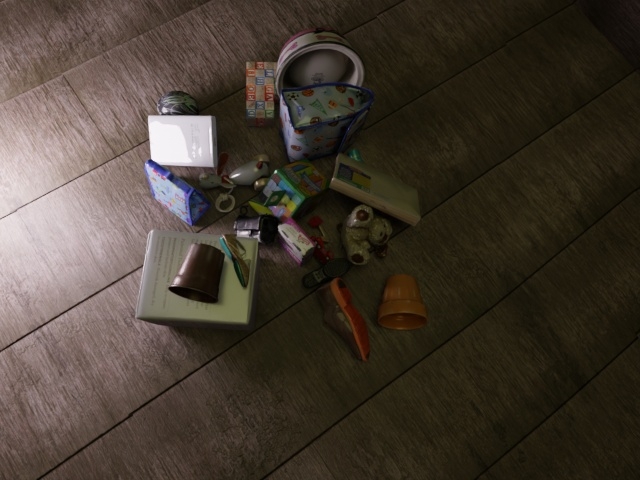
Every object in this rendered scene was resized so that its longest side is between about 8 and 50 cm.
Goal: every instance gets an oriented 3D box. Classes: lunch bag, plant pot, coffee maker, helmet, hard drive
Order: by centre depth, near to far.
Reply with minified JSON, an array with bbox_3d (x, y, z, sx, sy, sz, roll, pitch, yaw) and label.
[{"bbox_3d":[-0.403,0.106,1.437,0.167,0.167,0.165,13,67,-2],"label":"plant pot"},{"bbox_3d":[-0.600,-0.210,1.765,0.221,0.293,0.138,36,76,4],"label":"lunch bag"},{"bbox_3d":[0.342,0.252,1.799,0.205,0.205,0.188,6,59,-4],"label":"plant pot"},{"bbox_3d":[-0.276,-0.066,1.801,0.120,0.178,0.171,-22,104,-46],"label":"coffee maker"},{"bbox_3d":[-0.594,-0.430,1.849,0.318,0.040,0.210,6,106,19],"label":"hard drive"},{"bbox_3d":[0.029,-0.516,1.886,0.385,0.328,0.239,-15,77,-12],"label":"lunch bag"},{"bbox_3d":[-0.638,-0.592,1.927,0.169,0.161,0.169,1,75,-5],"label":"helmet"}]

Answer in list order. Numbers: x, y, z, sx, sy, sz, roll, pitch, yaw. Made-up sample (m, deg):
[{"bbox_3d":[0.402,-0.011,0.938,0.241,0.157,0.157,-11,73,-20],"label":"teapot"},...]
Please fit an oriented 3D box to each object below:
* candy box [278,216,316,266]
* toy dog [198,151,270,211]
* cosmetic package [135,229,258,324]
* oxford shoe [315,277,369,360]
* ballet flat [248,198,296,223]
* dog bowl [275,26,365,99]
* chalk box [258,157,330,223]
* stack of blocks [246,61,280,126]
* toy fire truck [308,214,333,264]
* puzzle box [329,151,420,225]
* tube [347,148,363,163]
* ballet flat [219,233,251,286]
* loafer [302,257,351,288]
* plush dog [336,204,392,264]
[{"bbox_3d":[-0.102,0.010,1.787,0.071,0.233,0.159,-41,83,-13],"label":"candy box"},{"bbox_3d":[-0.361,-0.291,1.877,0.333,0.161,0.220,-30,80,-12],"label":"toy dog"},{"bbox_3d":[-0.446,0.170,1.664,0.393,0.329,0.327,4,74,-5],"label":"cosmetic package"},{"bbox_3d":[0.098,0.343,1.800,0.132,0.130,0.364,-25,85,22],"label":"oxford shoe"},{"bbox_3d":[-0.215,-0.117,1.896,0.231,0.077,0.077,16,91,-3],"label":"ballet flat"},{"bbox_3d":[-0.011,-0.762,1.923,0.408,0.408,0.150,-8,64,-7],"label":"dog bowl"},{"bbox_3d":[-0.121,-0.198,1.799,0.179,0.180,0.289,47,39,7],"label":"chalk box"},{"bbox_3d":[-0.262,-0.693,2.027,0.171,0.087,0.297,-1,76,-5],"label":"stack of blocks"},{"bbox_3d":[0.000,0.000,1.880,0.192,0.047,0.135,53,41,-13],"label":"toy fire truck"},{"bbox_3d":[0.240,-0.229,1.866,0.409,0.052,0.272,24,34,-7],"label":"puzzle box"},{"bbox_3d":[0.182,-0.324,2.000,0.080,0.052,0.207,-18,84,-1],"label":"tube"},{"bbox_3d":[-0.284,0.063,1.507,0.067,0.073,0.206,-22,81,-28],"label":"ballet flat"},{"bbox_3d":[0.024,0.136,1.837,0.220,0.078,0.080,-22,85,1],"label":"loafer"},{"bbox_3d":[0.209,-0.038,1.881,0.225,0.210,0.262,-1,104,-20],"label":"plush dog"}]
